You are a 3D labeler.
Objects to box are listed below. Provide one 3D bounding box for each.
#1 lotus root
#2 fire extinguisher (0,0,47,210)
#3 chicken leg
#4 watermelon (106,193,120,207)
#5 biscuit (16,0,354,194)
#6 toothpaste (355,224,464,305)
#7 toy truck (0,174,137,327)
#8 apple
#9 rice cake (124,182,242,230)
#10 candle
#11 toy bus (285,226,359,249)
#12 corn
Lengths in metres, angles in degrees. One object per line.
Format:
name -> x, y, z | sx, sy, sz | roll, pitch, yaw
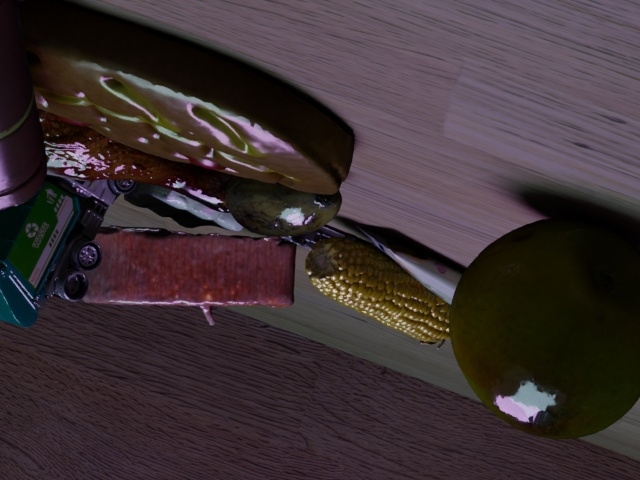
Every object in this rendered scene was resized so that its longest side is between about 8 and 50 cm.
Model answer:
lotus root -> -0.043, -0.043, 1.692 | 0.089, 0.080, 0.179 | 23, 172, -29
fire extinguisher -> -0.292, -0.158, 1.298 | 0.141, 0.105, 0.341 | 21, 150, 11
chicken leg -> -0.268, -0.110, 1.797 | 0.407, 0.096, 0.158 | 19, 177, -8
watermelon -> -0.362, -0.097, 2.203 | 0.241, 0.094, 0.154 | 14, 160, 33
biscuit -> -0.158, -0.120, 1.504 | 0.394, 0.070, 0.350 | 18, 172, 20
toothpaste -> 0.169, 0.062, 1.986 | 0.314, 0.056, 0.058 | 31, 141, -35
toy truck -> -0.333, -0.016, 2.010 | 0.114, 0.253, 0.124 | 11, 163, 48
apple -> 0.211, 0.071, 1.433 | 0.196, 0.196, 0.157 | 23, 140, -15
rice cake -> -0.181, -0.051, 2.129 | 0.127, 0.043, 0.237 | 23, 173, -22
candle -> -0.141, 0.048, 2.163 | 0.287, 0.131, 0.317 | 0, 179, 39
toy bus -> 0.000, 0.000, 2.044 | 0.131, 0.037, 0.052 | 23, 174, -11
corn -> 0.084, 0.059, 2.005 | 0.260, 0.091, 0.091 | 24, -164, -46
